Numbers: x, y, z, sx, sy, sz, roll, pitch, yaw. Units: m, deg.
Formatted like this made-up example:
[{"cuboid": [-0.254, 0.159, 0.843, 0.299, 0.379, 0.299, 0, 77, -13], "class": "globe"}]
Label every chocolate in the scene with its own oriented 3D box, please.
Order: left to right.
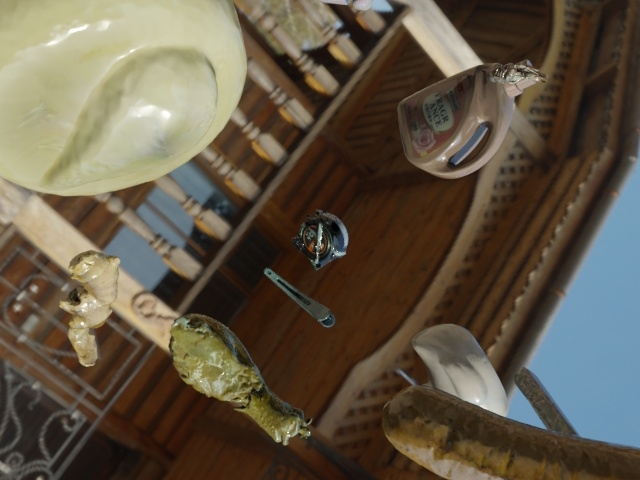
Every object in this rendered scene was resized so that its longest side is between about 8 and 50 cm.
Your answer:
[{"cuboid": [-0.233, -0.183, 0.808, 0.326, 0.314, 0.297, -47, -123, 56], "class": "chocolate"}]

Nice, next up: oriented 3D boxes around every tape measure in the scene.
[{"cuboid": [0.002, -0.001, 1.403, 0.054, 0.091, 0.094, -25, 160, -48], "class": "tape measure"}]

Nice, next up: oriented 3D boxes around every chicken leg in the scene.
[{"cuboid": [-0.194, 0.339, 1.982, 0.201, 0.429, 0.153, -51, 177, 34], "class": "chicken leg"}]

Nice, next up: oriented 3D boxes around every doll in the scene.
[{"cuboid": [0.237, 0.294, 1.592, 0.221, 0.251, 0.221, -24, -177, 1], "class": "doll"}]

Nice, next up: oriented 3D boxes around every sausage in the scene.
[{"cuboid": [0.332, 0.343, 1.267, 0.500, 0.123, 0.136, 13, -117, 18], "class": "sausage"}]

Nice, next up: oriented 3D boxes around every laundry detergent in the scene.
[{"cuboid": [0.249, -0.197, 1.366, 0.237, 0.076, 0.171, -19, -112, 32], "class": "laundry detergent"}]

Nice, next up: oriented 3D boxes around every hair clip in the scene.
[{"cuboid": [-0.060, 0.144, 2.127, 0.229, 0.070, 0.039, 34, -102, 24], "class": "hair clip"}]

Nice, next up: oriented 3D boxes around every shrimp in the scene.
[{"cuboid": [0.296, -0.254, 1.248, 0.092, 0.038, 0.029, 6, -105, 28], "class": "shrimp"}]

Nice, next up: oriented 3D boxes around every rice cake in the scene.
[{"cuboid": [0.466, 0.357, 1.639, 0.049, 0.055, 0.270, -29, -139, 0], "class": "rice cake"}]

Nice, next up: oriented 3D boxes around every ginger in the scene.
[{"cuboid": [-0.340, 0.101, 1.204, 0.089, 0.075, 0.288, -26, 160, -34], "class": "ginger"}]

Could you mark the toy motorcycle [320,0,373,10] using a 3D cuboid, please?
[{"cuboid": [0.053, -0.437, 1.284, 0.225, 0.152, 0.073, -34, 174, 8], "class": "toy motorcycle"}]
